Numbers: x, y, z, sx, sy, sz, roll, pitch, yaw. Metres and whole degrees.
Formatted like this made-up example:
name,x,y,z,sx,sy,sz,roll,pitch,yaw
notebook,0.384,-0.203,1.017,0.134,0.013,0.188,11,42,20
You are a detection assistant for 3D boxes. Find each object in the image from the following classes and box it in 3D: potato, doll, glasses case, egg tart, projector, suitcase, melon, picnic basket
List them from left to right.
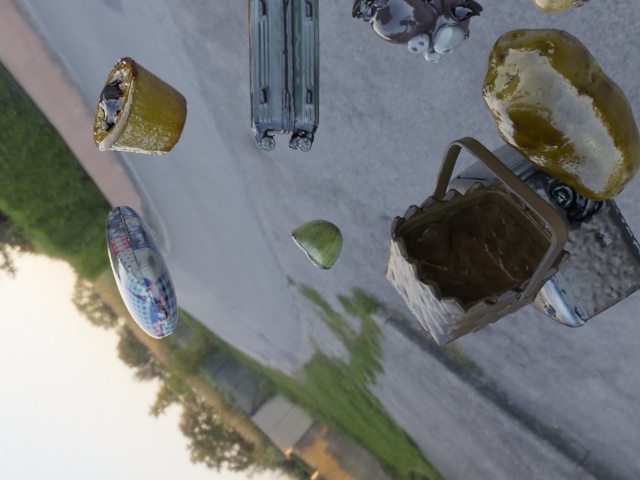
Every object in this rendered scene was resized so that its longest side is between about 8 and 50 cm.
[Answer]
name,x,y,z,sx,sy,sz,roll,pitch,yaw
egg tart,-0.409,-0.285,1.234,0.171,0.215,0.215,17,-177,-41
glasses case,-0.284,0.038,0.864,0.327,0.076,0.125,39,146,58
suitcase,-0.071,-0.326,1.045,0.202,0.128,0.312,-130,39,-77
melon,0.000,0.000,1.614,0.160,0.128,0.079,44,180,0
doll,0.201,-0.458,1.139,0.257,0.117,0.182,17,166,-23
picnic basket,0.280,0.003,0.984,0.254,0.291,0.321,55,154,31
projector,0.529,-0.034,1.358,0.395,0.242,0.405,56,-177,-8
potato,0.428,-0.210,0.975,0.369,0.195,0.176,42,-154,-18

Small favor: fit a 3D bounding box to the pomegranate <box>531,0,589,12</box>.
name,x,y,z,sx,sy,sz,roll,pitch,yaw
pomegranate,0.593,-0.641,1.343,0.196,0.196,0.196,38,162,14
